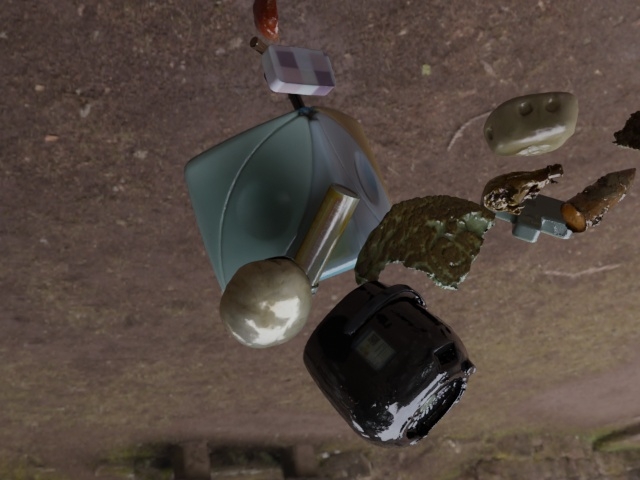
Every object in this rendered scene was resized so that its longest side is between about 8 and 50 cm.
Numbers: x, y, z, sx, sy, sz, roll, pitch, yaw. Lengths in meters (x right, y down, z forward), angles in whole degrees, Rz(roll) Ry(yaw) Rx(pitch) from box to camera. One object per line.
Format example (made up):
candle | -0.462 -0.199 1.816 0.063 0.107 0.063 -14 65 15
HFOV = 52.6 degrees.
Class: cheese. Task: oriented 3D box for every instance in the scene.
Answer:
cheese | 0.530 -0.282 1.612 0.235 0.117 0.218 -18 165 38

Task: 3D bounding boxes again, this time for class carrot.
carrot | 0.751 -0.123 1.715 0.263 0.102 0.102 -34 157 -18

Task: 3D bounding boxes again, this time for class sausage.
sausage | -0.115 -0.419 1.446 0.026 0.026 0.116 -25 157 25

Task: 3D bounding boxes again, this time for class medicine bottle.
medicine bottle | 0.000 0.000 1.219 0.074 0.074 0.218 13 112 -36

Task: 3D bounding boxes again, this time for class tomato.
tomato | -0.151 -0.624 1.775 0.069 0.155 0.155 -4 151 -5

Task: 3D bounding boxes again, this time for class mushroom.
mushroom | -0.088 0.094 1.023 0.154 0.122 0.154 -17 125 -26

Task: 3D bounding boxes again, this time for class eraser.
eraser | -0.030 -0.242 0.922 0.105 0.065 0.026 -4 159 -37

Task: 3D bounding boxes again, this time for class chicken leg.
chicken leg | 0.505 -0.132 1.607 0.208 0.101 0.085 -21 126 6

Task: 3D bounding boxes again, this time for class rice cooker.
rice cooker | 0.123 0.214 1.117 0.267 0.224 0.267 -29 140 -28

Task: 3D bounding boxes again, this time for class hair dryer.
hair dryer | -0.060 -0.421 1.855 0.128 0.255 0.070 -34 156 20

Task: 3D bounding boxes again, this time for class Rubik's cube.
Rubik's cube | -0.052 -0.078 1.452 0.352 0.347 0.352 -20 179 19

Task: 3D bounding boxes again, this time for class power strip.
power strip | 0.580 -0.070 1.814 0.265 0.193 0.059 18 128 6

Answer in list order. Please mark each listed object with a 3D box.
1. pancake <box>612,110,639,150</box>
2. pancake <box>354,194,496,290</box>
pancake | 0.703 -0.234 1.339 0.057 0.265 0.244 16 161 -25
pancake | 0.217 0.011 1.266 0.377 0.197 0.054 -14 164 -26
